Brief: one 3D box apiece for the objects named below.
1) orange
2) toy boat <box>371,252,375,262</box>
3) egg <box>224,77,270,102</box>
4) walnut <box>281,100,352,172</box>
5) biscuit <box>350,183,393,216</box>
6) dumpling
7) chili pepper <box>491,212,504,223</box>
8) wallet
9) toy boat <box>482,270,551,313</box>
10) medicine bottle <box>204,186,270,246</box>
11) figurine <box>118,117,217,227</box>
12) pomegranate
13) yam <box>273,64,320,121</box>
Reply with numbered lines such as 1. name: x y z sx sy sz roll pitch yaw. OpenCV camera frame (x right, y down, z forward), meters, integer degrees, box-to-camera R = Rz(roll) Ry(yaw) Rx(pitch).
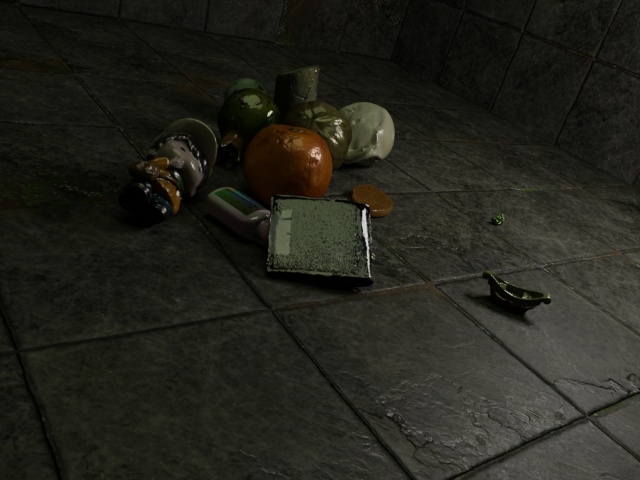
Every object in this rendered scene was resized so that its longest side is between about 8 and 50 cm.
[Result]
1. orange: -0.093 -0.209 1.752 0.260 0.261 0.261 14 27 -7
2. toy boat: 0.056 0.029 1.577 0.172 0.066 0.065 12 -17 -6
3. egg: -0.266 -0.508 2.290 0.169 0.169 0.231 -7 48 -39
4. walnut: -0.022 -0.313 1.975 0.282 0.283 0.228 -7 65 -39
5. biscuit: 0.164 -0.127 1.971 0.141 0.029 0.221 12 26 -7
6. dumpling: 0.121 -0.382 2.305 0.315 0.233 0.395 -10 37 16
7. chili pepper: 0.625 -0.073 2.151 0.030 0.034 0.091 -6 11 37
8. wallet: 0.000 0.000 1.502 0.262 0.071 0.221 7 64 -13
9. toy boat: 0.508 0.142 1.616 0.184 0.071 0.089 23 28 12
10. medicine bottle: -0.189 -0.059 1.575 0.219 0.078 0.115 34 29 29
11. figurine: -0.401 -0.162 1.573 0.185 0.204 0.332 53 46 -21
12. pomegranate: -0.241 -0.369 1.968 0.230 0.231 0.286 22 27 10
13. yam: -0.093 -0.501 2.253 0.167 0.305 0.168 5 29 -3
